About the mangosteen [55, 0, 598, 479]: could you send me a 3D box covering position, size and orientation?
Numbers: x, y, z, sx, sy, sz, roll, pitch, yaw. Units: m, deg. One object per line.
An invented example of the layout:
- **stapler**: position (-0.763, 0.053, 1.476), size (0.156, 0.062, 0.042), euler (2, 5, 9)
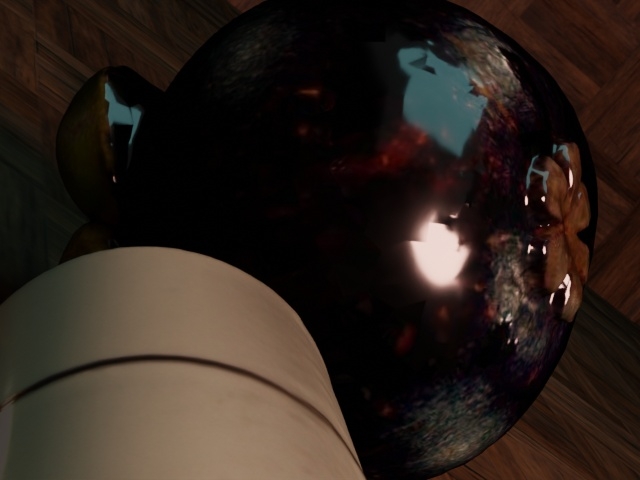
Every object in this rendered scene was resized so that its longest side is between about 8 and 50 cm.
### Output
- **mangosteen**: position (0.000, 0.000, 0.687), size (0.243, 0.243, 0.243), euler (39, 10, -8)

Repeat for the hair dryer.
- **hair dryer**: position (0.034, 0.169, 0.459), size (0.362, 0.128, 0.203), euler (45, 7, -18)
